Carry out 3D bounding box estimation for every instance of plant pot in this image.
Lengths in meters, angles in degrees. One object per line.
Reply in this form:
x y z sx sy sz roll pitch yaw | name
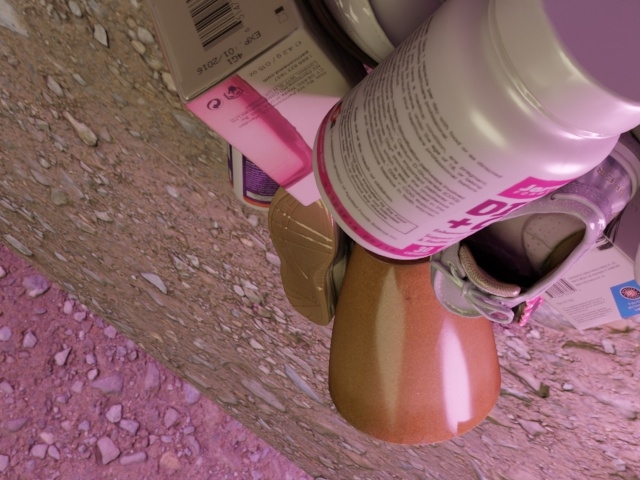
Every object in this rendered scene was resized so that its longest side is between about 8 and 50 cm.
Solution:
0.118 0.090 1.154 0.237 0.237 0.254 20 135 30 | plant pot

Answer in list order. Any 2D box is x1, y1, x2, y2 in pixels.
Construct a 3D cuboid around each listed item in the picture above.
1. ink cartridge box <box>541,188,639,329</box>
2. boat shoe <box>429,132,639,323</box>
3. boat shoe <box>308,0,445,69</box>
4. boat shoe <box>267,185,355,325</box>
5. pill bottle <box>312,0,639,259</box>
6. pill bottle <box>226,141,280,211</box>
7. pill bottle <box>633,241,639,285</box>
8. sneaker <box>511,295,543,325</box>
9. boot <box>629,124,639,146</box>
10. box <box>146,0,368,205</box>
0.259 -0.012 0.923 0.203 0.086 0.148 42 153 -9 | ink cartridge box
0.178 0.004 0.834 0.118 0.103 0.320 37 151 -3 | boat shoe
0.039 -0.260 0.747 0.103 0.113 0.302 10 143 52 | boat shoe
0.000 0.000 1.173 0.103 0.092 0.285 25 146 23 | boat shoe
0.123 -0.100 0.677 0.160 0.160 0.283 41 148 -9 | pill bottle
-0.062 -0.127 1.099 0.108 0.108 0.193 30 154 12 | pill bottle
0.407 0.019 0.726 0.264 0.146 0.146 24 152 24 | pill bottle
0.248 0.058 1.114 0.057 0.047 0.119 30 147 27 | sneaker
0.204 -0.180 0.737 0.161 0.083 0.246 6 134 53 | boot
-0.038 -0.159 0.855 0.232 0.127 0.148 39 -156 -56 | box
